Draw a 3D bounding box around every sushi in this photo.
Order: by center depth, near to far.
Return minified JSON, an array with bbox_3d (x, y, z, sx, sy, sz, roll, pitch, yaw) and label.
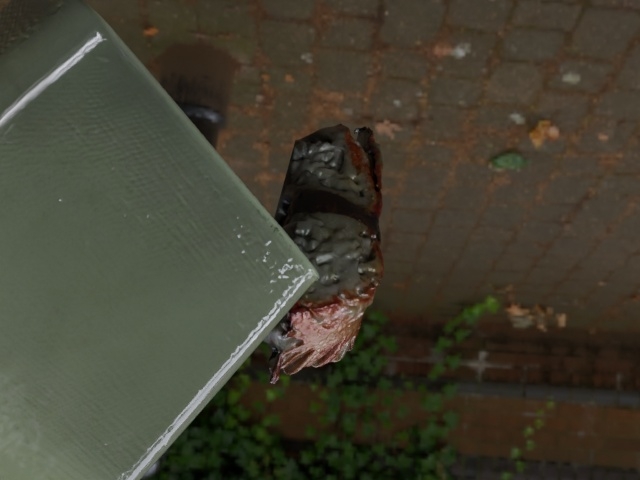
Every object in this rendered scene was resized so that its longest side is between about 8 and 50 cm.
[{"bbox_3d":[0.000,0.000,1.046,0.130,0.332,0.124,7,139,-4],"label":"sushi"}]

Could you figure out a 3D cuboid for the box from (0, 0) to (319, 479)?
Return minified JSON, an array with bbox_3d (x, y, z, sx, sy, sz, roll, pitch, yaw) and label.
[{"bbox_3d":[-0.227,0.036,0.764,0.352,0.344,0.177,51,170,-35],"label":"box"}]
